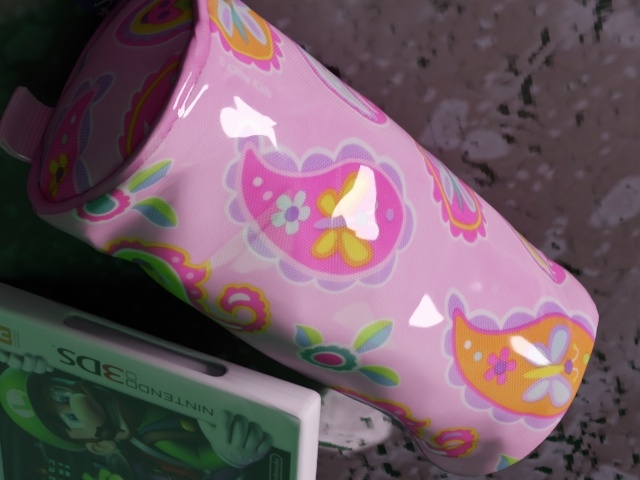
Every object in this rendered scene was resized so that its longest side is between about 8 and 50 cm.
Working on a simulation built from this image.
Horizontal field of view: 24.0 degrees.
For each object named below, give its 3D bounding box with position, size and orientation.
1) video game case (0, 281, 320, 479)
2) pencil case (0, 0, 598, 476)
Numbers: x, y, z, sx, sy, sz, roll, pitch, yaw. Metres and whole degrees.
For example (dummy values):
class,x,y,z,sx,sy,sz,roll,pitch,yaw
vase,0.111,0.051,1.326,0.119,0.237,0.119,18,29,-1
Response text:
class,x,y,z,sx,sy,sz,roll,pitch,yaw
video game case,-0.086,0.121,0.747,0.173,0.022,0.190,18,131,17
pencil case,0.000,0.000,0.672,0.124,0.124,0.284,-42,126,20
